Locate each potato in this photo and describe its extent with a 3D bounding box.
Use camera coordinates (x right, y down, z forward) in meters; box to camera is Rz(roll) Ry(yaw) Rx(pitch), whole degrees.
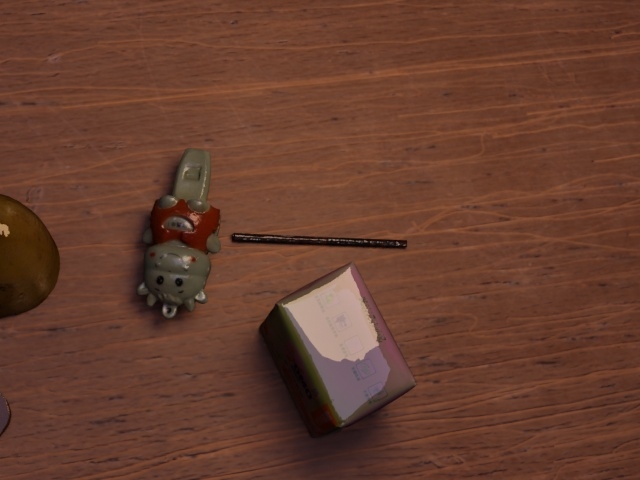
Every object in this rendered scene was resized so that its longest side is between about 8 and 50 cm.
[{"bbox_3d":[-0.458,0.006,1.744,0.203,0.158,0.178,24,71,-2],"label":"potato"}]

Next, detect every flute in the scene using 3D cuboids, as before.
[{"bbox_3d":[0.000,0.000,1.920,0.270,0.014,0.014,2,76,-12],"label":"flute"}]

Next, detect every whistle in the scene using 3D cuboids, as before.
[{"bbox_3d":[-0.194,-0.011,1.835,0.102,0.106,0.253,17,73,-25],"label":"whistle"}]

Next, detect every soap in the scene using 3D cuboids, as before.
[{"bbox_3d":[0.020,0.158,1.797,0.138,0.182,0.199,-24,82,-17],"label":"soap"}]

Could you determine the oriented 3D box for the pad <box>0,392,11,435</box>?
[{"bbox_3d":[-0.603,0.228,1.722,0.286,0.018,0.284,-42,88,-18],"label":"pad"}]
